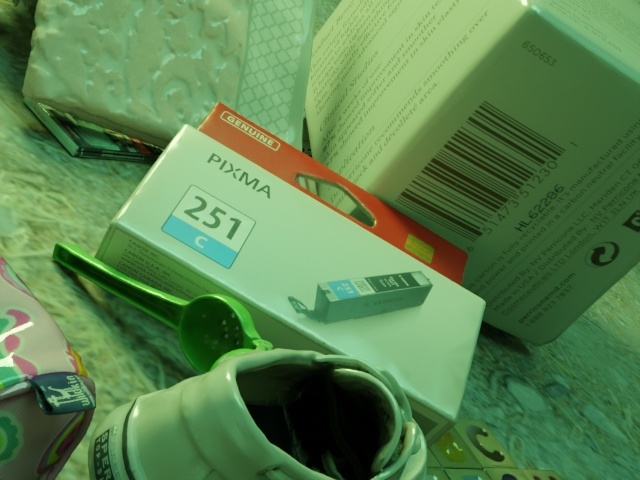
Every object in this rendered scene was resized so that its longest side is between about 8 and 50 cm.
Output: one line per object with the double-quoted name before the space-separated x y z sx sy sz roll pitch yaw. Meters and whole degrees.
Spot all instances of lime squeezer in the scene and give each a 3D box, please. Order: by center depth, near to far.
"lime squeezer" -0.076 0.072 0.570 0.110 0.059 0.310 25 11 -36

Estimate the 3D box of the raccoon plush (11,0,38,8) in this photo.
"raccoon plush" -0.335 -0.395 1.034 0.446 0.216 0.299 40 19 25

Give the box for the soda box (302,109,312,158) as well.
"soda box" -0.026 -0.141 1.174 0.183 0.058 0.063 24 24 -26

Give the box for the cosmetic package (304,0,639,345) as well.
"cosmetic package" 0.203 -0.162 1.067 0.327 0.329 0.394 24 35 -25

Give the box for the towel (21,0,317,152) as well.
"towel" -0.125 -0.250 0.925 0.317 0.332 0.053 18 -16 -42

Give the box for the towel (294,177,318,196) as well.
"towel" 0.025 -0.033 1.070 0.197 0.029 0.144 26 25 -22

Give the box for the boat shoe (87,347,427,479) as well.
"boat shoe" 0.005 0.099 0.459 0.267 0.088 0.096 25 37 -55

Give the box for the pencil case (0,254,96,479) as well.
"pencil case" -0.228 0.017 0.439 0.284 0.124 0.124 45 23 22

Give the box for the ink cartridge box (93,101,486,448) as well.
"ink cartridge box" 0.000 0.000 0.773 0.296 0.066 0.261 31 42 -5

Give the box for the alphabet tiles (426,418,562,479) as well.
"alphabet tiles" 0.167 0.259 0.677 0.285 0.011 0.342 14 29 -43

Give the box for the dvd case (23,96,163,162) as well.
"dvd case" -0.215 -0.108 0.879 0.087 0.013 0.119 44 21 22
